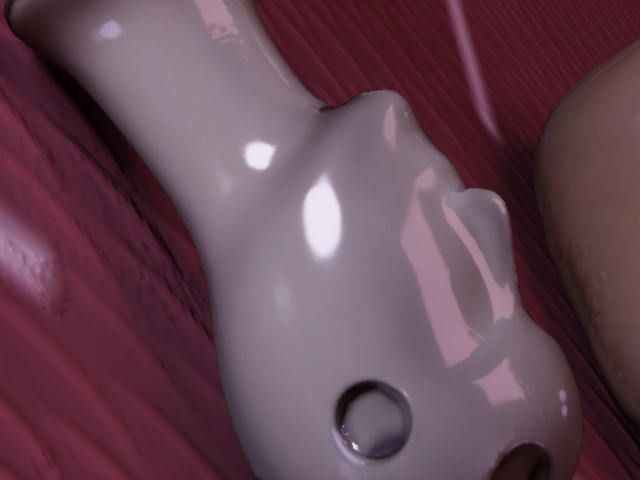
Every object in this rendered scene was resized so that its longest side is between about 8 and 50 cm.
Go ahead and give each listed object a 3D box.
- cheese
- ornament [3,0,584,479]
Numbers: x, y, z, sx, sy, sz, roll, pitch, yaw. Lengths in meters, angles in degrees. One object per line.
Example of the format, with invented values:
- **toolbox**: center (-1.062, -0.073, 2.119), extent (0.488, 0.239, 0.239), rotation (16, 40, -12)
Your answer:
- **cheese**: center (0.174, 0.023, 0.757), extent (0.218, 0.117, 0.235), rotation (50, 20, -25)
- **ornament**: center (0.000, 0.000, 0.435), extent (0.156, 0.081, 0.075), rotation (58, 24, 12)
